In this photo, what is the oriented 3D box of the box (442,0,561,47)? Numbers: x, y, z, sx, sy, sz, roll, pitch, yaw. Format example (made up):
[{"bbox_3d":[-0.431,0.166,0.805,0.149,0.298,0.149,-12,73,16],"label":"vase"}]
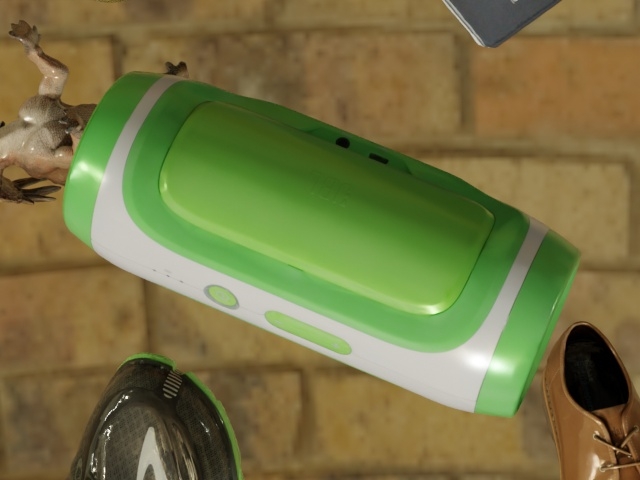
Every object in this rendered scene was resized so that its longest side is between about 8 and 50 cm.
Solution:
[{"bbox_3d":[0.241,-0.370,1.422,0.293,0.212,0.395,-47,-172,-39],"label":"box"}]

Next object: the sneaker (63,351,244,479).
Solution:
[{"bbox_3d":[-0.216,0.337,1.784,0.185,0.483,0.202,24,-172,12],"label":"sneaker"}]

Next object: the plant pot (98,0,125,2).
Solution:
[{"bbox_3d":[-0.219,-0.331,2.018,0.134,0.095,0.134,0,-118,0],"label":"plant pot"}]

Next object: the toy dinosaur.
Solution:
[{"bbox_3d":[-0.231,-0.086,1.872,0.295,0.200,0.127,10,-128,-15],"label":"toy dinosaur"}]

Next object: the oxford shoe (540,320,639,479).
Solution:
[{"bbox_3d":[0.192,0.149,1.265,0.076,0.076,0.212,-15,-121,-6],"label":"oxford shoe"}]

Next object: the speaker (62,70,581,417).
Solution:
[{"bbox_3d":[0.000,0.000,1.167,0.296,0.131,0.131,23,-152,9],"label":"speaker"}]
